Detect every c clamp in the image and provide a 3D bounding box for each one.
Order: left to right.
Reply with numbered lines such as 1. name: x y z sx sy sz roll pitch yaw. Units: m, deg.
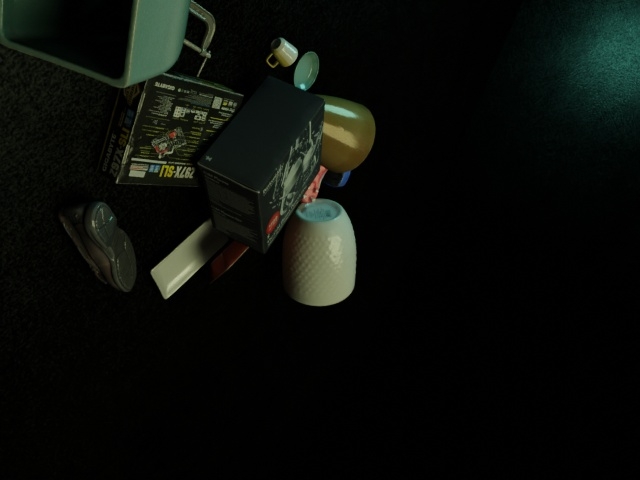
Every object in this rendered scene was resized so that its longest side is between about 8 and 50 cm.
1. c clamp: -0.289 -0.461 1.228 0.137 0.022 0.161 -62 156 3

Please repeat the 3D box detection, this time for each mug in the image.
1. mug: -0.107 -0.510 1.480 0.064 0.062 0.078 30 82 -58
2. mug: 0.000 0.000 2.028 0.374 0.277 0.327 -79 171 -55

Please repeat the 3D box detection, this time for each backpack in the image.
1. backpack: 0.049 -0.251 1.974 0.101 0.120 0.097 -16 129 -57

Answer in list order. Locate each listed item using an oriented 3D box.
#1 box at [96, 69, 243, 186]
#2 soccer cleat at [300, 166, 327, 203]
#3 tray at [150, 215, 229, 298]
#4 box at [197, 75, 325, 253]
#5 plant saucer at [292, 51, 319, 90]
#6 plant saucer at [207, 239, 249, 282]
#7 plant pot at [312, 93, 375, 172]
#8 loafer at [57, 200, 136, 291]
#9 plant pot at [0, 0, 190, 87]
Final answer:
1. box: -0.341 -0.259 1.280 0.322 0.079 0.257 -8 126 -60
2. soccer cleat: -0.016 -0.246 1.911 0.083 0.095 0.247 22 94 -29
3. tray: -0.378 0.035 1.576 0.270 0.030 0.145 -47 153 -28
4. box: -0.146 -0.197 1.473 0.343 0.179 0.312 -59 167 -26
5. plant saucer: -0.049 -0.508 1.633 0.119 0.021 0.119 -44 151 -32
6. plant saucer: -0.241 0.006 1.659 0.259 0.048 0.258 -50 -172 -24
7. plant pot: 0.002 -0.357 1.693 0.254 0.237 0.237 14 104 -50
8. loafer: -0.509 0.014 1.264 0.302 0.095 0.109 91 7 -53
9. plant pot: -0.342 -0.422 0.921 0.252 0.247 0.247 -48 158 -64
